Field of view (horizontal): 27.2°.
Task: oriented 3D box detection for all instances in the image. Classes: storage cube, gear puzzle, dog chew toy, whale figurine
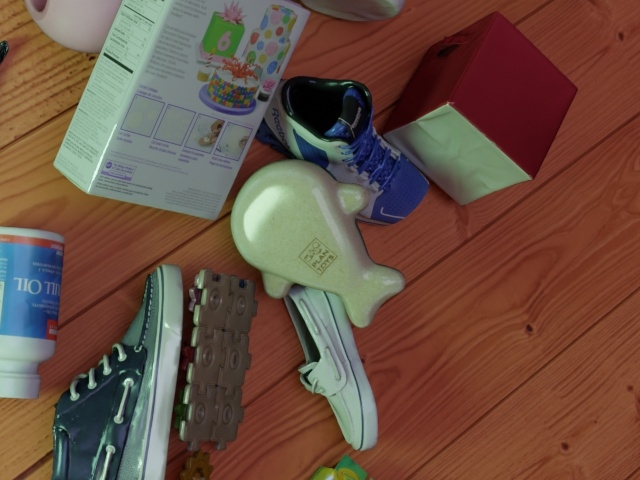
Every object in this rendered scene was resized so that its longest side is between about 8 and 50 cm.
[{"bbox_3d":[0.243,-0.199,2.041,0.215,0.184,0.193,39,61,-19],"label":"storage cube"},{"bbox_3d":[-0.162,0.212,1.879,0.175,0.044,0.338,18,78,-64],"label":"gear puzzle"},{"bbox_3d":[-0.240,-0.368,1.842,0.332,0.207,0.206,-9,90,-32],"label":"dog chew toy"},{"bbox_3d":[0.000,0.000,1.927,0.272,0.141,0.216,41,105,1],"label":"whale figurine"}]

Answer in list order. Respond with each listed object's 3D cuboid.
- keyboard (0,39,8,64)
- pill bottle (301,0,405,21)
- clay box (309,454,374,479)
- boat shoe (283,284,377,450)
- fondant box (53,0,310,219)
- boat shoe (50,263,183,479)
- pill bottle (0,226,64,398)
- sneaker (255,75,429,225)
[{"bbox_3d":[-0.523,-0.240,1.786,0.202,0.033,0.317,23,77,-22],"label":"keyboard"},{"bbox_3d":[0.066,-0.499,2.007,0.169,0.169,0.301,13,81,-24],"label":"pill bottle"},{"bbox_3d":[0.004,0.438,1.963,0.127,0.053,0.222,46,68,-15],"label":"clay box"},{"bbox_3d":[0.011,0.189,1.966,0.088,0.096,0.267,-15,91,-21],"label":"boat shoe"},{"bbox_3d":[-0.185,-0.207,1.792,0.238,0.096,0.330,13,108,-48],"label":"fondant box"},{"bbox_3d":[-0.280,0.190,1.817,0.158,0.127,0.340,8,74,-10],"label":"boat shoe"},{"bbox_3d":[-0.410,0.097,1.759,0.124,0.124,0.221,6,84,-25],"label":"pill bottle"},{"bbox_3d":[0.038,-0.139,1.957,0.316,0.182,0.127,36,73,-18],"label":"sneaker"}]
